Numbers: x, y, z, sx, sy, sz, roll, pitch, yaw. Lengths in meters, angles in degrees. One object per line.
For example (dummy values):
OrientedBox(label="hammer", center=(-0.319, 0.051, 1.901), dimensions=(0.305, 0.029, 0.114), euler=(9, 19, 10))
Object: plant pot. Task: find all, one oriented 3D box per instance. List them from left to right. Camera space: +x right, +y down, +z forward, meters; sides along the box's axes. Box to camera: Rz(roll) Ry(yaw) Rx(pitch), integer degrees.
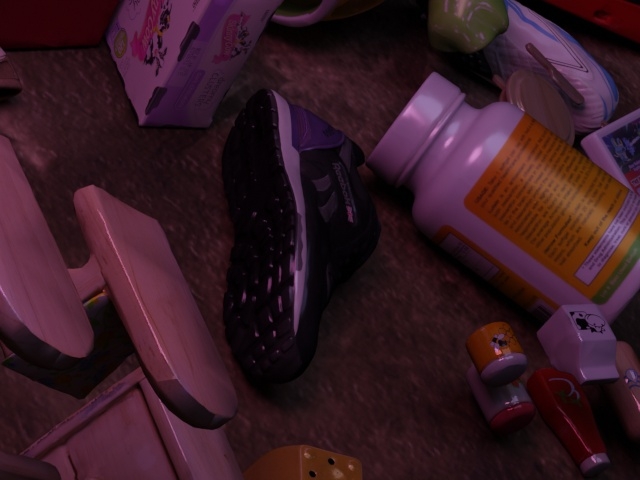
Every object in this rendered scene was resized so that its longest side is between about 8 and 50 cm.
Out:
OrientedBox(label="plant pot", center=(-0.009, 0.188, 1.272), dimensions=(0.081, 0.083, 0.081), euler=(18, 44, -20))

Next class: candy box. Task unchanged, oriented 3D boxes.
OrientedBox(label="candy box", center=(-0.121, -0.219, 1.516), dimensions=(0.070, 0.165, 0.196), euler=(0, 52, -34))

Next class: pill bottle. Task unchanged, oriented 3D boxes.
OrientedBox(label="pill bottle", center=(0.165, -0.032, 1.555), dimensions=(0.246, 0.136, 0.136), euler=(37, 41, 1))

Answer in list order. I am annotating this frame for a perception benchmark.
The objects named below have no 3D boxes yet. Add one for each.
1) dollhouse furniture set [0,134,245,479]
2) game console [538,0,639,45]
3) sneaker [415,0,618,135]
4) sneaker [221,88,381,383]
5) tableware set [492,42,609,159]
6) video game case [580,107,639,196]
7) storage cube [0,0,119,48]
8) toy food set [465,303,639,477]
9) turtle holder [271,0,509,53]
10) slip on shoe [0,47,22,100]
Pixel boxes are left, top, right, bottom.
OrientedBox(label="dollhouse furniture set", center=(-0.182, 0.182, 0.974), dimensions=(0.394, 0.362, 0.256), euler=(29, 28, -56))
OrientedBox(label="game console", center=(0.230, -0.381, 1.957), dimensions=(0.342, 0.060, 0.386), euler=(13, 45, -33))
OrientedBox(label="sneaker", center=(0.188, -0.192, 1.765), dimensions=(0.237, 0.085, 0.086), euler=(41, 30, 2))
OrientedBox(label="sneaker", center=(0.000, 0.000, 1.445), dimensions=(0.124, 0.107, 0.283), euler=(22, 43, -24))
OrientedBox(label="tableware set", center=(0.229, -0.076, 1.678), dimensions=(0.194, 0.039, 0.128), euler=(44, 40, -16))
OrientedBox(label="video game case", center=(0.342, -0.043, 1.726), dimensions=(0.201, 0.023, 0.183), euler=(-26, 84, -51))
OrientedBox(label="storage cube", center=(-0.261, -0.283, 1.468), dimensions=(0.193, 0.183, 0.215), euler=(-6, 56, -38))
OrientedBox(label="toy food set", center=(0.217, 0.125, 1.461), dimensions=(0.232, 0.111, 0.104), euler=(0, 52, -37))
OrientedBox(label="turtle holder", center=(0.011, -0.298, 1.659), dimensions=(0.320, 0.243, 0.227), euler=(48, 53, -34))
OrientedBox(label="slip on shoe", center=(-0.284, -0.111, 1.399), dimensions=(0.041, 0.051, 0.135), euler=(53, 37, 2))
